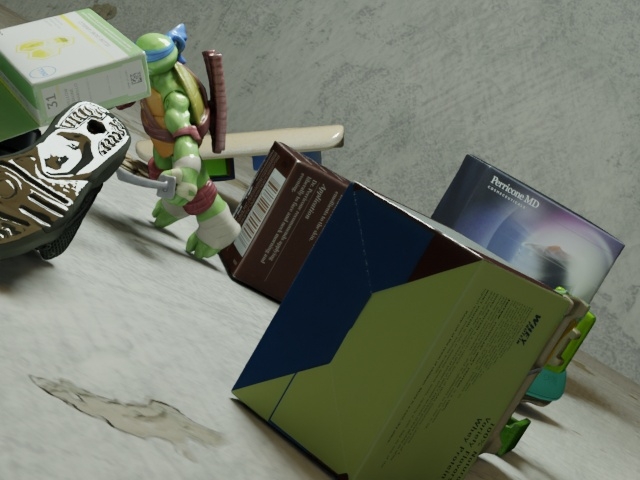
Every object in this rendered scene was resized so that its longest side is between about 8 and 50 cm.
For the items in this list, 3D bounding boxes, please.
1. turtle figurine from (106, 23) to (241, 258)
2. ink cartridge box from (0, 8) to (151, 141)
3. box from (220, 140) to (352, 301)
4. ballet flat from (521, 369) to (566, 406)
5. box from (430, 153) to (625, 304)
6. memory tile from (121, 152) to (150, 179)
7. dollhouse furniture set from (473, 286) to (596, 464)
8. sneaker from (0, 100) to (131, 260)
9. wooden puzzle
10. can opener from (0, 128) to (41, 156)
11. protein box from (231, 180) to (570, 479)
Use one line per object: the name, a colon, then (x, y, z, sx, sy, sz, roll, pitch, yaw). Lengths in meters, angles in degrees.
turtle figurine: (-0.212, -0.089, 1.396, 0.197, 0.275, 0.266, 4, -42, 23)
ink cartridge box: (-0.312, -0.162, 1.229, 0.235, 0.056, 0.171, -19, 34, -22)
box: (0.000, 0.000, 1.548, 0.203, 0.169, 0.167, 28, 5, -17)
ballet flat: (0.235, 0.174, 1.678, 0.106, 0.108, 0.316, 9, -13, 36)
box: (0.331, 0.046, 2.180, 0.296, 0.294, 0.183, 28, 6, -11)
memory tile: (-0.308, -0.128, 1.906, 0.148, 0.012, 0.113, 31, 6, 7)
dollhouse furniture set: (0.167, 0.111, 1.275, 0.151, 0.198, 0.301, 33, 6, 18)
sneaker: (-0.245, -0.019, 0.992, 0.087, 0.130, 0.227, 34, 33, -1)
wooden puzzle: (-0.119, -0.139, 2.001, 0.322, 0.081, 0.348, -5, 5, 1)
can opener: (-0.375, -0.119, 1.293, 0.186, 0.073, 0.059, 22, 11, 16)
protein box: (0.072, 0.086, 1.001, 0.136, 0.200, 0.201, 34, 7, 32)
